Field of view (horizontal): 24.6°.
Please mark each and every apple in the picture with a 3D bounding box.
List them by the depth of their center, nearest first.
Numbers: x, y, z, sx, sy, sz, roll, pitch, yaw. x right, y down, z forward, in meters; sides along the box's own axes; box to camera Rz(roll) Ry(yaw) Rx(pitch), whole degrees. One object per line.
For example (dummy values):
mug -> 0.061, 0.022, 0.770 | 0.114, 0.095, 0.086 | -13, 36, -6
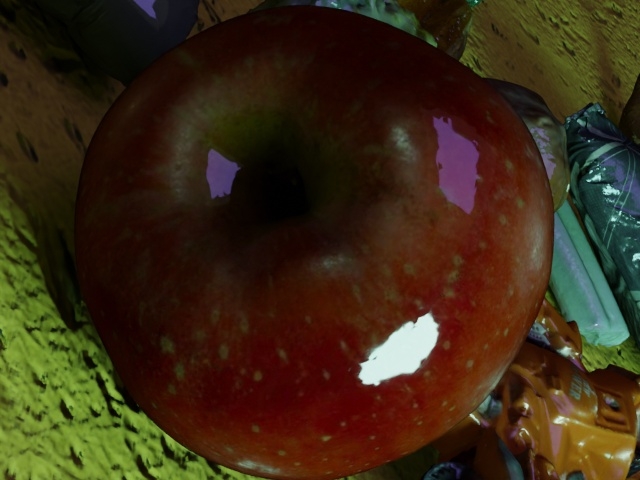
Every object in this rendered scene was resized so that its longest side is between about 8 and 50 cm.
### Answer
apple -> 0.000, 0.000, 0.812 | 0.260, 0.260, 0.216 | 68, 8, 23

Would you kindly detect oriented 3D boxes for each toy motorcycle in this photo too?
toy motorcycle -> 0.157, 0.165, 0.987 | 0.221, 0.148, 0.325 | 44, 35, -15

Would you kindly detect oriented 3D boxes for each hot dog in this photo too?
hot dog -> 0.071, -0.168, 1.281 | 0.092, 0.062, 0.235 | 39, 35, 4

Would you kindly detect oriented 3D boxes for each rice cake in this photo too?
rice cake -> 0.211, -0.005, 1.337 | 0.080, 0.042, 0.221 | 13, 49, -57

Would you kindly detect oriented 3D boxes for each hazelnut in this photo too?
hazelnut -> 0.133, -0.065, 1.192 | 0.143, 0.143, 0.154 | 34, 34, -32

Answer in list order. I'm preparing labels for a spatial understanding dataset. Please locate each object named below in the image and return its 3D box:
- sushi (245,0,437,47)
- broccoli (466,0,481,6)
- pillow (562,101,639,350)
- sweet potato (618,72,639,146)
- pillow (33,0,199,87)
sushi -> 0.040, -0.061, 1.043 | 0.274, 0.139, 0.184 | 52, 31, -2
broccoli -> 0.133, -0.375, 1.445 | 0.269, 0.269, 0.254 | 49, 25, -10
pillow -> 0.311, 0.028, 1.359 | 0.335, 0.092, 0.161 | 66, 12, 6
sweet potato -> 0.372, -0.070, 1.616 | 0.072, 0.066, 0.314 | 25, 43, -31
pillow -> -0.163, -0.267, 1.007 | 0.228, 0.101, 0.326 | 43, 33, -23
